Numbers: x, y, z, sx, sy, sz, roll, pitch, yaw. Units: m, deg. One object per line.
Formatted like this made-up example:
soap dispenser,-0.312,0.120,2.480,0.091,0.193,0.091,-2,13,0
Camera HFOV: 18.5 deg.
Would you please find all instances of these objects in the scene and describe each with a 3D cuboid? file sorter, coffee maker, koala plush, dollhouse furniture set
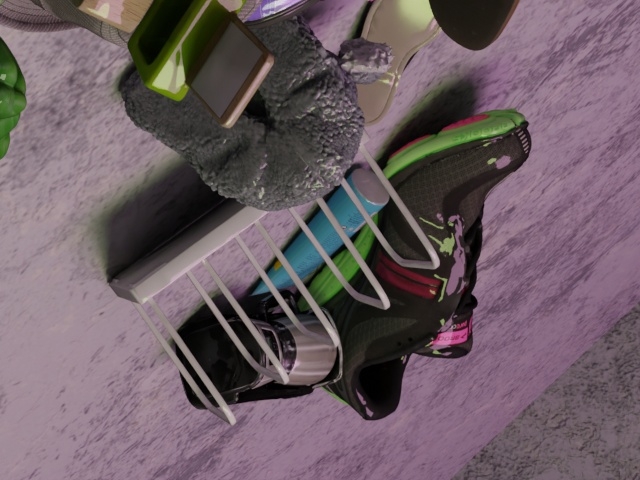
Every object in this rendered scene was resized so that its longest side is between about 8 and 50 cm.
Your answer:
file sorter,-0.044,0.032,1.985,0.277,0.173,0.193,-37,-171,-10
coffee maker,-0.085,0.147,2.300,0.171,0.120,0.178,-44,156,26
koala plush,-0.030,-0.125,1.801,0.196,0.203,0.221,-45,171,15
dollhouse furniture set,-0.145,-0.210,1.295,0.301,0.151,0.197,24,107,-40

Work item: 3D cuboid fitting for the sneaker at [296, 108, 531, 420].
sneaker,0.134,0.031,2.325,0.185,0.202,0.483,-20,151,-42

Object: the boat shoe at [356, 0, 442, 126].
boat shoe,0.073,-0.212,1.976,0.065,0.075,0.206,-86,-159,-56

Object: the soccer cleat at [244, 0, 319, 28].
soccer cleat,0.020,-0.310,1.627,0.318,0.108,0.116,-42,146,1

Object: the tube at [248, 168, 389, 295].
tube,0.000,0.000,2.262,0.080,0.052,0.207,-6,147,-47

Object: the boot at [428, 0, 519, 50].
boot,0.178,-0.313,1.831,0.115,0.112,0.305,-37,150,-39

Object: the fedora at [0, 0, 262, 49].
fedora,-0.126,-0.221,1.510,0.275,0.124,0.244,-16,148,-47

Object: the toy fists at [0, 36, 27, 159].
toy fists,-0.296,-0.128,1.454,0.142,0.096,0.279,-37,157,-11
